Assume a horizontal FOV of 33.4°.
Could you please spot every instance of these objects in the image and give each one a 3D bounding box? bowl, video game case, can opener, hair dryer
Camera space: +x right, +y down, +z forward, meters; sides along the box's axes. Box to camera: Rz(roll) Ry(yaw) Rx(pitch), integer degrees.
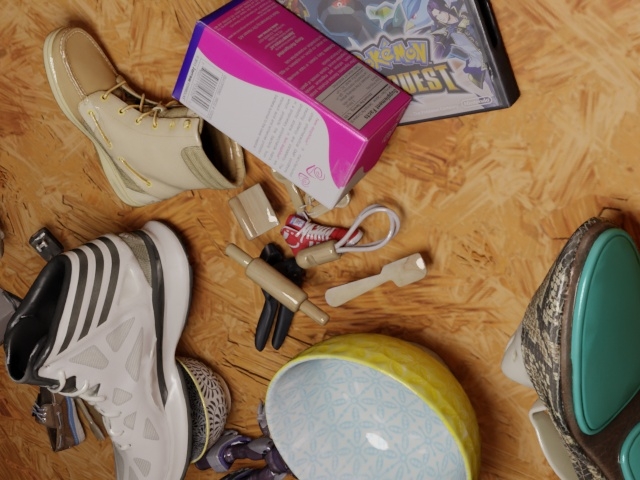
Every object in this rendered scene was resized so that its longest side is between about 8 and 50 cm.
[{"bbox_3d":[0.091,0.219,1.357,0.289,0.156,0.289,19,130,24],"label":"bowl"},{"bbox_3d":[0.049,-0.238,1.137,0.275,0.035,0.248,-5,118,38],"label":"video game case"},{"bbox_3d":[-0.057,0.088,1.450,0.059,0.073,0.186,-2,133,-9],"label":"can opener"},{"bbox_3d":[-0.387,0.146,1.609,0.080,0.223,0.293,-21,121,17],"label":"hair dryer"},{"bbox_3d":[-0.189,0.245,1.617,0.170,0.080,0.170,17,113,46],"label":"bowl"}]

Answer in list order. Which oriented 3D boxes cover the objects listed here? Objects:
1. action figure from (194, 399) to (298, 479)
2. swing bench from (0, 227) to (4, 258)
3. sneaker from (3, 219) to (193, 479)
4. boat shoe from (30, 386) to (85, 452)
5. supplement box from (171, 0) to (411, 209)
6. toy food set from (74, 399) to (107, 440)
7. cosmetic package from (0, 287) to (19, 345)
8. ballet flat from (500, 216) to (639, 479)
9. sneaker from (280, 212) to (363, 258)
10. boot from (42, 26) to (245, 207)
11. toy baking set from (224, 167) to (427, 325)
[{"bbox_3d":[-0.068,0.325,1.599,0.285,0.099,0.185,-19,102,39],"label":"action figure"},{"bbox_3d":[-0.641,-0.087,1.632,0.165,0.254,0.253,-121,21,-56],"label":"swing bench"},{"bbox_3d":[-0.325,0.201,1.500,0.169,0.257,0.447,24,118,45],"label":"sneaker"},{"bbox_3d":[-0.472,0.300,1.878,0.066,0.066,0.183,18,132,47],"label":"boat shoe"},{"bbox_3d":[-0.032,-0.155,1.151,0.220,0.114,0.111,37,135,8],"label":"supplement box"},{"bbox_3d":[-0.354,0.287,1.821,0.192,0.038,0.132,-11,109,52],"label":"toy food set"},{"bbox_3d":[-0.648,0.095,1.840,0.238,0.107,0.127,39,133,10],"label":"cosmetic package"},{"bbox_3d":[0.302,0.189,1.198,0.182,0.164,0.483,8,129,51],"label":"ballet flat"},{"bbox_3d":[-0.004,-0.010,1.338,0.118,0.042,0.067,-19,112,45],"label":"sneaker"},{"bbox_3d":[-0.219,-0.165,1.342,0.203,0.095,0.262,-5,119,39],"label":"boot"},{"bbox_3d":[-0.004,0.004,1.301,0.256,0.030,0.197,40,117,12],"label":"toy baking set"}]
